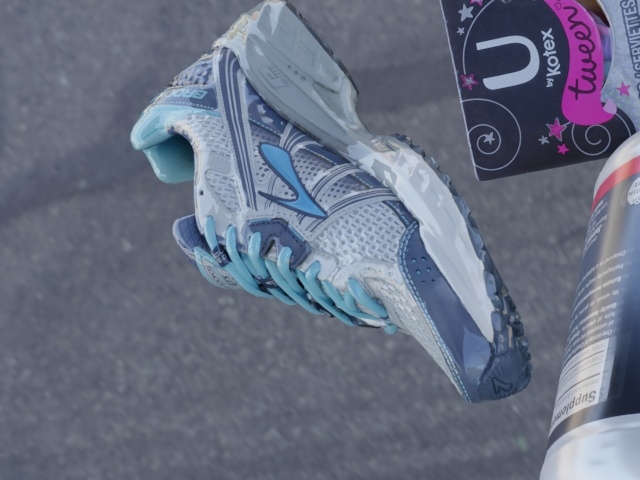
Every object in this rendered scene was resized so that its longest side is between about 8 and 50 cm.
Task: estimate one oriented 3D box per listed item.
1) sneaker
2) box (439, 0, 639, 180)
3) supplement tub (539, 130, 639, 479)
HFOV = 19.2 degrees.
[{"bbox_3d":[0.000,0.000,0.950,0.122,0.110,0.283,-34,47,-6],"label":"sneaker"},{"bbox_3d":[0.158,-0.179,1.315,0.142,0.163,0.247,-12,96,15],"label":"box"},{"bbox_3d":[0.221,0.084,0.999,0.191,0.191,0.272,-2,58,27],"label":"supplement tub"}]
